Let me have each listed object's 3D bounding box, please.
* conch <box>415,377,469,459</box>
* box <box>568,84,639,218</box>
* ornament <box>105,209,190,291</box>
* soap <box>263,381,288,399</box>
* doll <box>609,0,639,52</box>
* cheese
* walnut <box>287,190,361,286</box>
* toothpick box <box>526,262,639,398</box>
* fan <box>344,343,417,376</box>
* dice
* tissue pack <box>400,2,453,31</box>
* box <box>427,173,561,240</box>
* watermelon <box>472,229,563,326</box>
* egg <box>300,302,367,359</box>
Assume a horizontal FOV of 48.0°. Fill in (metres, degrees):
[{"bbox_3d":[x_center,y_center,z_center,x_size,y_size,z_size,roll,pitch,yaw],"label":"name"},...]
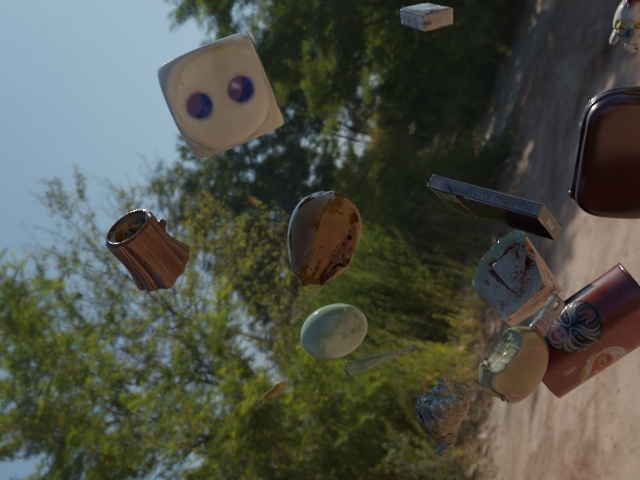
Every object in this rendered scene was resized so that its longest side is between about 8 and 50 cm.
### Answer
[{"bbox_3d":[0.285,0.392,1.604,0.155,0.130,0.207,-21,-68,-34],"label":"conch"},{"bbox_3d":[0.796,-0.223,1.862,0.403,0.263,0.108,82,-160,-44],"label":"box"},{"bbox_3d":[-0.571,0.026,2.375,0.221,0.235,0.217,-39,-52,-9],"label":"ornament"},{"bbox_3d":[-0.114,0.384,1.835,0.089,0.034,0.012,-48,43,36],"label":"soap"},{"bbox_3d":[0.536,-0.490,1.219,0.099,0.189,0.384,-57,-38,-31],"label":"doll"},{"bbox_3d":[0.491,0.251,1.713,0.286,0.163,0.082,-57,31,-6],"label":"cheese"},{"bbox_3d":[0.000,0.000,1.988,0.203,0.203,0.297,-62,-4,-63],"label":"walnut"},{"bbox_3d":[0.699,0.234,1.864,0.333,0.204,0.204,-38,4,15],"label":"toothpick box"},{"bbox_3d":[0.144,0.279,1.690,0.038,0.193,0.016,68,156,20],"label":"fan"},{"bbox_3d":[-0.301,-0.441,2.200,0.277,0.305,0.304,-107,-5,-77],"label":"dice"},{"bbox_3d":[0.186,-0.395,1.265,0.083,0.063,0.035,44,149,55],"label":"tissue pack"},{"bbox_3d":[0.462,-0.089,1.920,0.180,0.325,0.047,31,-99,-53],"label":"box"},{"bbox_3d":[0.584,0.136,2.045,0.213,0.262,0.201,-42,22,9],"label":"watermelon"},{"bbox_3d":[0.038,0.252,1.994,0.149,0.192,0.149,-25,-90,-89],"label":"egg"}]
